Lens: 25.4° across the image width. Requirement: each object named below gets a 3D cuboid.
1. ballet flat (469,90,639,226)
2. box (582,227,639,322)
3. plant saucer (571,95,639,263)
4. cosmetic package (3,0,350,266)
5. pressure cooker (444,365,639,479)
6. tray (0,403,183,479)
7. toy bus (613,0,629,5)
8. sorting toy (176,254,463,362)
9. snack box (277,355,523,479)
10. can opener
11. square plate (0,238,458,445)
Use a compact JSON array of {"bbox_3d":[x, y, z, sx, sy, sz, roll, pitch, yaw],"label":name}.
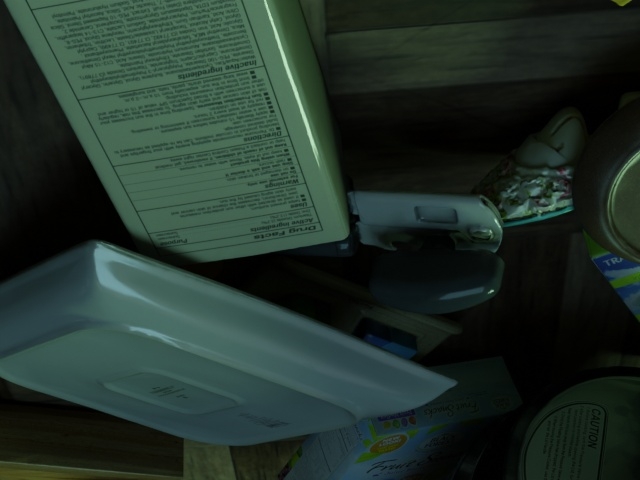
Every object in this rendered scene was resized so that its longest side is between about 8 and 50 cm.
[{"bbox_3d":[0.224,-0.073,1.091,0.241,0.091,0.077,-13,112,6],"label":"ballet flat"},{"bbox_3d":[0.305,0.015,1.233,0.109,0.042,0.178,-22,141,22],"label":"box"},{"bbox_3d":[0.270,-0.039,1.042,0.168,0.029,0.168,-1,129,-1],"label":"plant saucer"},{"bbox_3d":[-0.088,-0.119,0.958,0.160,0.113,0.309,-9,144,7],"label":"cosmetic package"},{"bbox_3d":[0.279,0.319,1.290,0.376,0.370,0.420,-11,144,-30],"label":"pressure cooker"},{"bbox_3d":[-0.363,0.239,1.448,0.411,0.076,0.203,7,142,-16],"label":"tray"},{"bbox_3d":[0.232,-0.200,0.867,0.211,0.149,0.220,8,146,5],"label":"toy bus"},{"bbox_3d":[-0.052,0.094,1.305,0.307,0.041,0.229,21,137,-30],"label":"sorting toy"},{"bbox_3d":[0.077,0.202,1.403,0.175,0.070,0.207,-6,147,-29],"label":"snack box"},{"bbox_3d":[0.000,0.000,1.092,0.283,0.095,0.076,2,146,15],"label":"can opener"},{"bbox_3d":[-0.121,0.108,1.205,0.344,0.049,0.347,24,155,-28],"label":"square plate"}]
